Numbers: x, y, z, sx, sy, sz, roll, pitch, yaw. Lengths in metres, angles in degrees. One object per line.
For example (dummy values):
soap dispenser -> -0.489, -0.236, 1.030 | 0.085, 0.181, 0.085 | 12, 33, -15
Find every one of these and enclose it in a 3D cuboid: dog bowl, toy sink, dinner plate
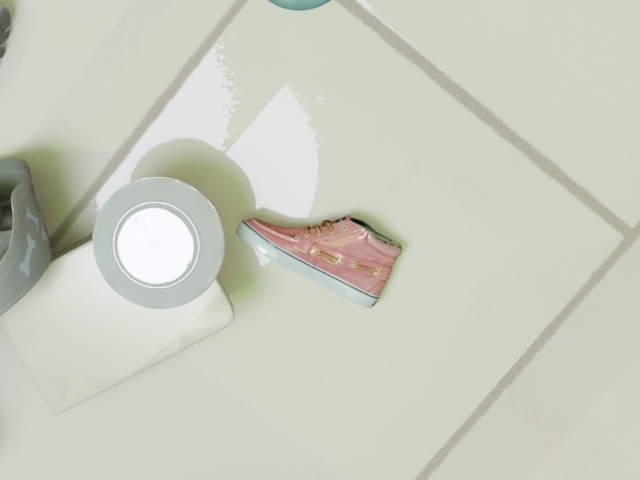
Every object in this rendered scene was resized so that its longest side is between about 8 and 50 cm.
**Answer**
dog bowl -> -0.440, 0.043, 1.621 | 0.348, 0.349, 0.102 | -24, 109, 8
toy sink -> -0.219, 0.062, 1.702 | 0.234, 0.131, 0.153 | -29, 97, 9
dinner plate -> -0.170, 0.004, 1.613 | 0.141, 0.017, 0.141 | 1, 98, 5

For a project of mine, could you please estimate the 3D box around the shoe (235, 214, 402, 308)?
shoe -> 0.000, 0.000, 1.710 | 0.178, 0.063, 0.081 | 28, 99, -6

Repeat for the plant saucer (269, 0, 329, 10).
plant saucer -> -0.024, -0.310, 1.677 | 0.119, 0.021, 0.119 | 1, 100, 4

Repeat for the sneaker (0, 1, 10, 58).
sneaker -> -0.453, -0.166, 1.694 | 0.115, 0.105, 0.281 | 42, 101, -3
